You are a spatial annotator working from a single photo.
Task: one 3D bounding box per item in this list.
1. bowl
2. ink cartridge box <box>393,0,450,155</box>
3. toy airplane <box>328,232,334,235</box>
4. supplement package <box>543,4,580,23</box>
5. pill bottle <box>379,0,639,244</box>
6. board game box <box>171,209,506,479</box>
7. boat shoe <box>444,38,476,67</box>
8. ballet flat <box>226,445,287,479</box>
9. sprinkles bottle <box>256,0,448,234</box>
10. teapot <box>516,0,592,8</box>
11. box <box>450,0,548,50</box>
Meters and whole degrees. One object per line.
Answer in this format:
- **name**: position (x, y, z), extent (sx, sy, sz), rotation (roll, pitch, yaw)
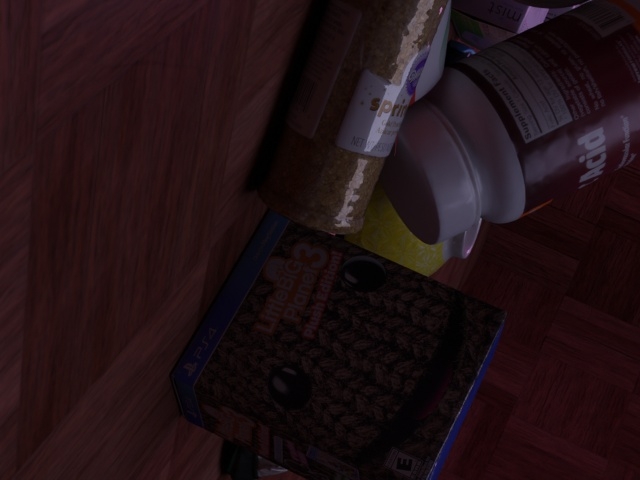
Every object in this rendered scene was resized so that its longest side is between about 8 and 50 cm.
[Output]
- **bowl**: position (0.155, -0.047, 1.836), extent (0.289, 0.156, 0.289), rotation (16, 90, -74)
- **ink cartridge box**: position (0.126, -0.239, 1.483), extent (0.181, 0.056, 0.224), rotation (88, 8, -55)
- **toy airplane**: position (-0.009, 0.039, 1.560), extent (0.151, 0.028, 0.151), rotation (-25, 129, -35)
- **supplement package**: position (0.402, -0.448, 2.259), extent (0.203, 0.149, 0.194), rotation (-68, 169, 11)
- **pill bottle**: position (0.277, -0.159, 1.653), extent (0.392, 0.224, 0.224), rotation (-26, 157, -12)
- **board game box**: position (0.023, 0.139, 1.372), extent (0.232, 0.291, 0.141), rotation (-61, 167, -24)
- **boat shoe**: position (0.203, -0.217, 2.021), extent (0.089, 0.109, 0.258), rotation (-53, 148, -24)
- **ballet flat**: position (-0.072, 0.268, 1.707), extent (0.095, 0.096, 0.280), rotation (-58, 167, -36)
- **sprinkles bottle**: position (0.047, -0.187, 1.252), extent (0.355, 0.121, 0.121), rotation (-69, 168, 16)
- **teapot**: position (0.323, -0.459, 1.709), extent (0.256, 0.253, 0.187), rotation (-61, -176, 36)
- **box**: position (0.310, -0.420, 1.955), extent (0.231, 0.127, 0.262), rotation (-66, 169, 3)
